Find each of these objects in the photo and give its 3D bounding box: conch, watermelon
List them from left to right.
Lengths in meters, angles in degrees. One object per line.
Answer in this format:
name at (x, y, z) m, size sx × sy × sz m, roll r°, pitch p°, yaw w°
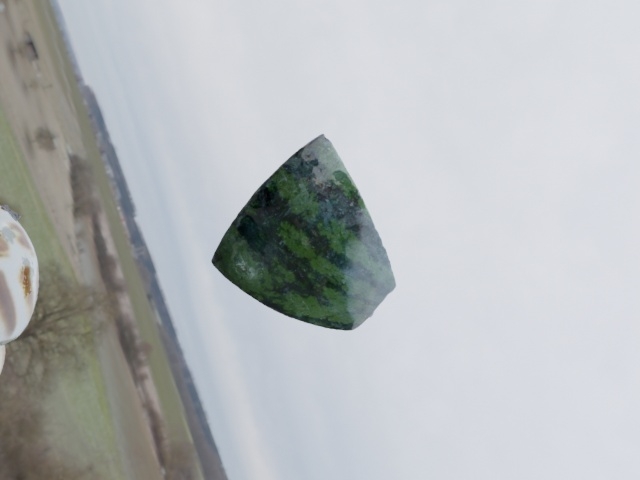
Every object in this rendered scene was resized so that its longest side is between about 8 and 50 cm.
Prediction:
conch at (-0.406, 0.089, 0.862) m, size 0.149 × 0.183 × 0.275 m, roll -153°, pitch -114°, yaw -67°
watermelon at (0.017, -0.015, 1.354) m, size 0.283 × 0.250 × 0.292 m, roll 41°, pitch 33°, yaw -5°
